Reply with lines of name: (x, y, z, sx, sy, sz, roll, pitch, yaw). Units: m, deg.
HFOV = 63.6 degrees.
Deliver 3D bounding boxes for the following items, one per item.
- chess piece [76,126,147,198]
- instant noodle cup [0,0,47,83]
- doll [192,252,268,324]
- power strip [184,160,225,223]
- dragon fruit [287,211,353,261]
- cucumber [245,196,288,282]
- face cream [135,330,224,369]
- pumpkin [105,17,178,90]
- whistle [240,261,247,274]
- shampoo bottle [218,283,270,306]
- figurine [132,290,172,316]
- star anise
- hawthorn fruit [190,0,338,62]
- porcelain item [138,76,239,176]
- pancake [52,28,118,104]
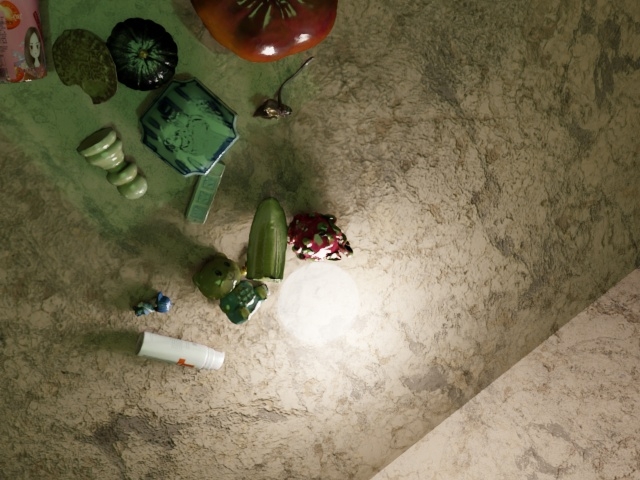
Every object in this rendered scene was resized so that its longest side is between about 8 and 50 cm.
chess piece: (-0.676, -0.243, 1.724, 0.133, 0.133, 0.243, -34, 126, -6)
instant noodle cup: (-0.888, -0.572, 1.439, 0.243, 0.243, 0.231, -9, 120, -18)
doll: (-0.350, 0.181, 1.974, 0.260, 0.162, 0.177, 49, 54, -11)
power strip: (-0.423, -0.180, 1.880, 0.078, 0.052, 0.272, 17, 104, -25)
dragon fruit: (-0.008, -0.005, 2.053, 0.218, 0.198, 0.273, -56, 143, -5)
cucumber: (-0.197, 0.003, 1.967, 0.105, 0.145, 0.325, 16, 69, -46)
face cream: (-0.552, 0.449, 2.061, 0.346, 0.102, 0.101, 21, 102, -26)
pumpkin: (-0.555, -0.576, 1.604, 0.221, 0.162, 0.220, -7, 108, -21)
whistle: (-0.278, 0.095, 2.067, 0.046, 0.057, 0.109, 40, 106, 15)
shampoo bottle: (-0.308, 0.238, 2.095, 0.208, 0.057, 0.063, -24, 119, -12)
figurine: (-0.637, 0.254, 1.963, 0.136, 0.079, 0.077, -30, 160, -13)
star anise: (-0.135, -0.544, 1.827, 0.219, 0.148, 0.227, 1, 83, 12)
hawthorn fruit: (-0.162, -0.763, 1.528, 0.472, 0.472, 0.471, -8, 114, -19)
porcelain item: (-0.432, -0.372, 1.711, 0.281, 0.157, 0.286, 42, 92, -16)
pancake: (-0.709, -0.526, 1.562, 0.235, 0.029, 0.212, 41, 124, -4)
